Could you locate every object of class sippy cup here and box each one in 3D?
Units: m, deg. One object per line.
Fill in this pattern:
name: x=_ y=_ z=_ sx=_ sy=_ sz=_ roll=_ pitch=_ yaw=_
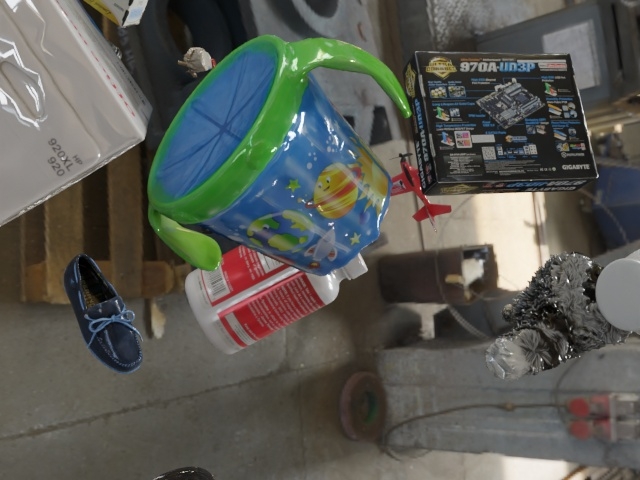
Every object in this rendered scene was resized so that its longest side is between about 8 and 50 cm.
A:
sippy cup: x=-0.043 y=-0.078 z=0.823 sx=0.224 sy=0.305 sz=0.240 roll=34 pitch=68 yaw=-32

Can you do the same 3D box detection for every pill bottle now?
pill bottle: x=0.673 y=0.095 z=1.328 sx=0.318 sy=0.176 sz=0.177 roll=-1 pitch=84 yaw=-34
pill bottle: x=-0.103 y=0.092 z=1.717 sx=0.229 sy=0.407 sz=0.229 roll=62 pitch=4 yaw=-7

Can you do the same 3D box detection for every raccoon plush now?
raccoon plush: x=0.419 y=0.185 z=1.469 sx=0.446 sy=0.299 sz=0.216 roll=-10 pitch=67 yaw=-30

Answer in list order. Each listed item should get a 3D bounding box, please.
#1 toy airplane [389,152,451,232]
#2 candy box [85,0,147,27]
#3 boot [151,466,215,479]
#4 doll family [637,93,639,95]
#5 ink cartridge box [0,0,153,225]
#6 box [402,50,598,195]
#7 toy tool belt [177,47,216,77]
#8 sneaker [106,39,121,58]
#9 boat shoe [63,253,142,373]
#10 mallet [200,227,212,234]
toy airplane: x=0.161 y=-0.080 z=1.131 sx=0.151 sy=0.151 sz=0.028 roll=60 pitch=31 yaw=-25
candy box: x=-0.420 y=-0.591 z=1.465 sx=0.159 sy=0.233 sz=0.071 roll=36 pitch=32 yaw=4
boot: x=-0.285 y=0.505 z=1.128 sx=0.096 sy=0.280 sz=0.264 roll=35 pitch=52 yaw=12
doll family: x=0.540 y=-0.239 z=1.079 sx=0.076 sy=0.111 sz=0.193 roll=44 pitch=66 yaw=14
ink cartridge box: x=-0.278 y=-0.140 z=0.665 sx=0.168 sy=0.233 sz=0.171 roll=-32 pitch=109 yaw=-1
box: x=0.224 y=-0.148 z=0.880 sx=0.220 sy=0.051 sz=0.175 roll=-4 pitch=75 yaw=-14
toy tool belt: x=-0.232 y=-0.333 z=1.315 sx=0.083 sy=0.051 sz=0.052 roll=-30 pitch=111 yaw=-79
sneaker: x=-0.565 y=-0.488 z=1.612 sx=0.227 sy=0.130 sz=0.087 roll=27 pitch=50 yaw=-2
boat shoe: x=-0.434 y=0.143 z=1.374 sx=0.109 sy=0.089 sz=0.258 roll=-30 pitch=75 yaw=-42
mallet: x=-0.173 y=-0.044 z=1.525 sx=0.039 sy=0.189 sz=0.063 roll=46 pitch=47 yaw=-73
